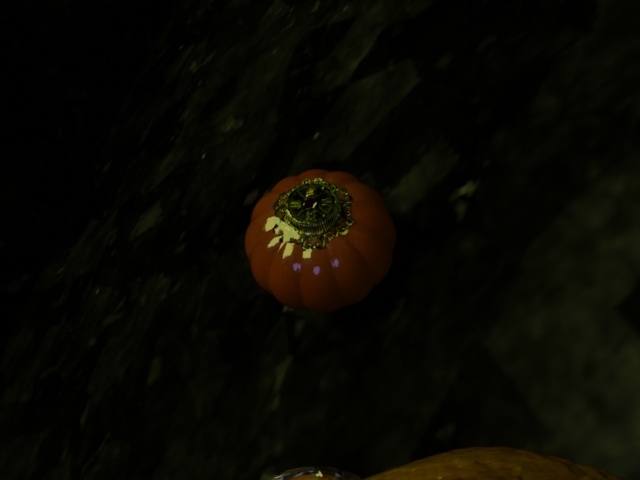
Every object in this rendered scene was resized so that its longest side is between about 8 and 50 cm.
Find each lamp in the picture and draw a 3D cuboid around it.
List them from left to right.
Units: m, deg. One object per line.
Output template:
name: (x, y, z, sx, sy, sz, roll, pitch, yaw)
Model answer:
lamp: (0.000, 0.000, 1.220, 0.223, 0.196, 0.223, -5, 57, 7)

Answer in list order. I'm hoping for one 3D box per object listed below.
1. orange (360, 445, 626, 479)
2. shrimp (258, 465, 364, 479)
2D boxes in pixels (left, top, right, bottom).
orange: (0.113, 0.318, 0.641, 0.357, 0.322, 0.322, -38, 34, 17)
shrimp: (-0.033, 0.391, 0.920, 0.054, 0.222, 0.290, 87, -170, -60)
